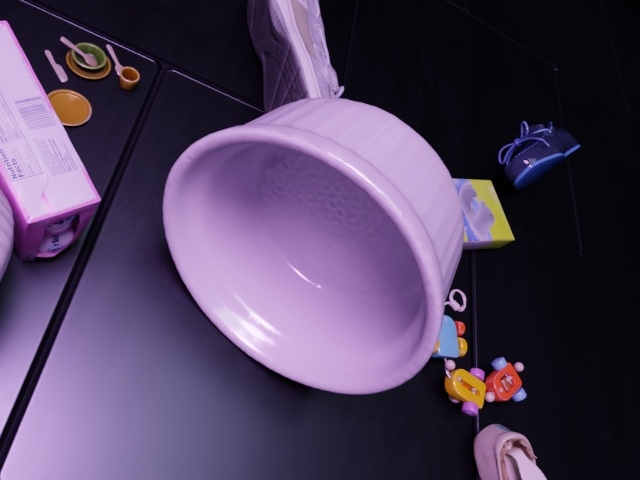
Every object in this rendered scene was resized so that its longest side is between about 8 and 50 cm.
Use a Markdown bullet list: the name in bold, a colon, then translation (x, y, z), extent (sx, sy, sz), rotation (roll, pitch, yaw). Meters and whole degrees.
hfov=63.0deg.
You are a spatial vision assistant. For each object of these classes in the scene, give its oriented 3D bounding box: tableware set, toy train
- **tableware set**: translation (-0.279, -0.177, 0.579), extent (0.154, 0.024, 0.104), rotation (-24, 80, -37)
- **toy train**: translation (0.187, 0.153, 0.671), extent (0.125, 0.046, 0.166), rotation (-33, 88, -39)

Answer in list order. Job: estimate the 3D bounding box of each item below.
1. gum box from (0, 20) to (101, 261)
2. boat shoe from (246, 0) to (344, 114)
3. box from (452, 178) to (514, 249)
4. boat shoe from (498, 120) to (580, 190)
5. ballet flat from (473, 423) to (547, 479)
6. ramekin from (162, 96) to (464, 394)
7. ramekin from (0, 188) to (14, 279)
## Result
- **gum box**: translation (-0.273, -0.080, 0.468), extent (0.062, 0.107, 0.188), rotation (-27, 88, -37)
- **boat shoe**: translation (-0.021, -0.236, 0.705), extent (0.103, 0.118, 0.320), rotation (-3, 61, -27)
- **box**: translation (0.199, -0.039, 0.776), extent (0.178, 0.042, 0.108), rotation (-2, 67, -32)
- **boat shoe**: translation (0.366, -0.153, 0.912), extent (0.089, 0.109, 0.258), rotation (52, 35, 11)
- **ballet flat**: translation (0.242, 0.333, 0.585), extent (0.086, 0.086, 0.248), rotation (-5, 69, -32)
- **ramekin**: translation (0.000, 0.000, 0.502), extent (0.277, 0.277, 0.135), rotation (45, 44, -3)
- **ramekin**: translation (-0.322, 0.001, 0.358), extent (0.207, 0.109, 0.207), rotation (-8, 53, 11)
